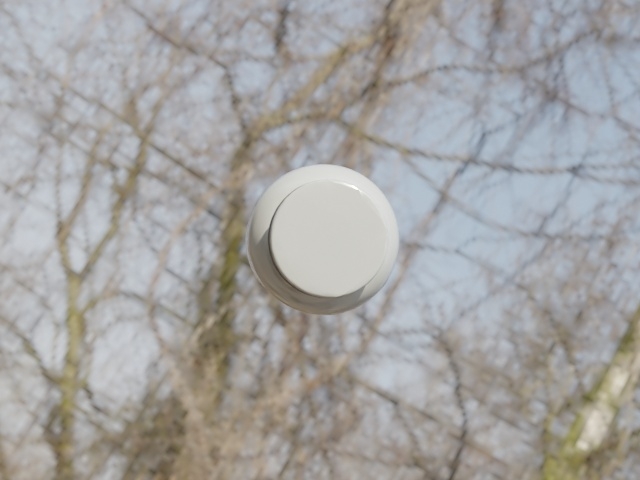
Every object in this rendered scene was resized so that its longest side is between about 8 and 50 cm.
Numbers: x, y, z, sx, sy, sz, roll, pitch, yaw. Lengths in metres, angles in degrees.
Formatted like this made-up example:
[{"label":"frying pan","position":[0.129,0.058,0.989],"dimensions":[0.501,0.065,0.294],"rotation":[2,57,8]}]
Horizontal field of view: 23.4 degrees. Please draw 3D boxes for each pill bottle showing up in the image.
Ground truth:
[{"label":"pill bottle","position":[0.000,0.000,1.753],"dimensions":[0.169,0.169,0.301],"rotation":[32,-2,-2]}]
